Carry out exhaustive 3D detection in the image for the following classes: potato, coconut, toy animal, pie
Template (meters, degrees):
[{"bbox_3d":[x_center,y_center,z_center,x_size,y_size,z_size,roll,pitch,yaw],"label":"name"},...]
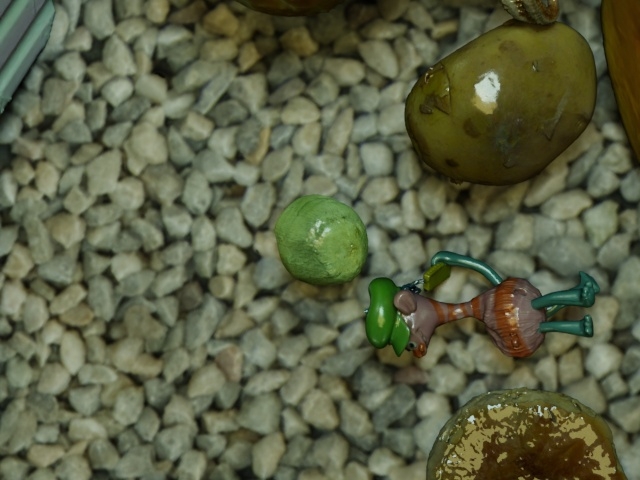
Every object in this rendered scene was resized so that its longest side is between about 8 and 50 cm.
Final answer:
[{"bbox_3d":[0.162,-0.119,0.809,0.176,0.137,0.137,-32,86,12],"label":"potato"},{"bbox_3d":[0.000,0.000,0.862,0.088,0.096,0.087,-3,97,-27],"label":"coconut"},{"bbox_3d":[0.146,0.055,0.839,0.208,0.100,0.103,-5,69,19],"label":"toy animal"},{"bbox_3d":[0.197,0.229,0.853,0.195,0.046,0.195,0,91,9],"label":"pie"}]

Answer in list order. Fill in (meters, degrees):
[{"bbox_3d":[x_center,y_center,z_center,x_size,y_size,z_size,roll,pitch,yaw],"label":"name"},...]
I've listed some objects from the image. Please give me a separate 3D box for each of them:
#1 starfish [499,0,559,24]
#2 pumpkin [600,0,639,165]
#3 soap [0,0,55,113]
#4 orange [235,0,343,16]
[{"bbox_3d":[0.175,-0.262,0.799,0.146,0.074,0.190,-37,49,-10],"label":"starfish"},{"bbox_3d":[0.359,-0.136,0.704,0.226,0.256,0.303,-18,95,6],"label":"pumpkin"},{"bbox_3d":[-0.344,-0.202,0.878,0.091,0.145,0.230,18,68,13],"label":"soap"},{"bbox_3d":[-0.012,-0.353,0.760,0.329,0.249,0.329,-1,89,33],"label":"orange"}]
